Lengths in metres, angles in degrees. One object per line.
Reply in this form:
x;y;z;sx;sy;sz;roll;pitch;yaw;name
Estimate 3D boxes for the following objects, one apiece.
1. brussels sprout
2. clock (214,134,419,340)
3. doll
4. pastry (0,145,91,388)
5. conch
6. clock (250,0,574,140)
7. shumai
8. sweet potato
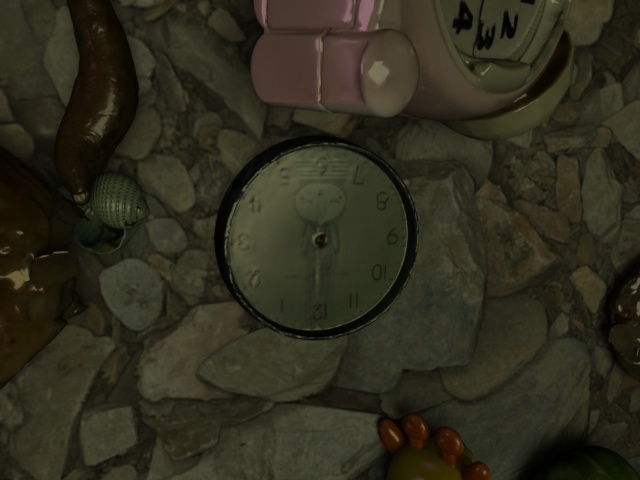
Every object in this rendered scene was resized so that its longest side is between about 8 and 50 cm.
0.328;0.329;0.803;0.155;0.117;0.155;0;91;-18;brussels sprout
0.000;0.000;0.678;0.215;0.042;0.214;-3;102;-16;clock
0.117;0.299;0.734;0.135;0.143;0.220;-14;113;-43;doll
-0.366;0.030;0.524;0.330;0.136;0.329;-3;103;-14;pastry
-0.197;-0.027;0.606;0.057;0.085;0.076;-17;120;-59;conch
0.108;-0.252;0.552;0.326;0.184;0.342;-11;115;-40;clock
0.460;0.109;0.798;0.201;0.120;0.201;-4;105;-16;shumai
-0.197;-0.153;0.583;0.069;0.059;0.249;4;88;-40;sweet potato
